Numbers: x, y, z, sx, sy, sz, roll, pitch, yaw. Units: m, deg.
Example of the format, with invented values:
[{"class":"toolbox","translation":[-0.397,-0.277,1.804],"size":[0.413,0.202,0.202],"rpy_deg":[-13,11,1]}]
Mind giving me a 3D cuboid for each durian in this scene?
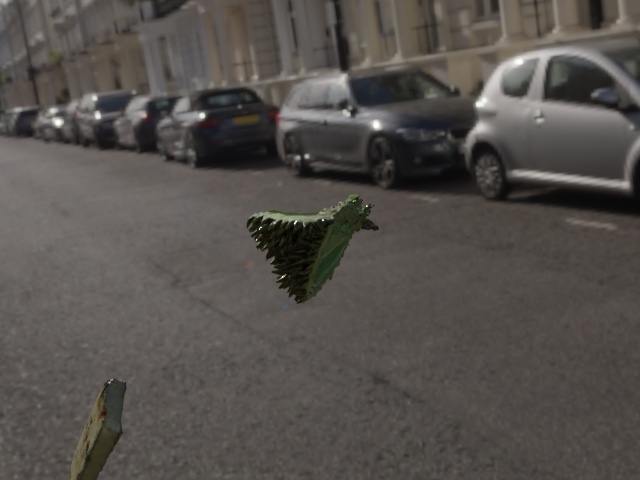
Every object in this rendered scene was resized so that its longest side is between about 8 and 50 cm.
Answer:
[{"class":"durian","translation":[0.000,0.000,0.820],"size":[0.100,0.086,0.215],"rpy_deg":[-25,-3,11]}]

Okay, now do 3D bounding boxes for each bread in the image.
[{"class":"bread","translation":[-0.246,0.222,1.039],"size":[0.028,0.154,0.068],"rpy_deg":[14,42,-20]}]
